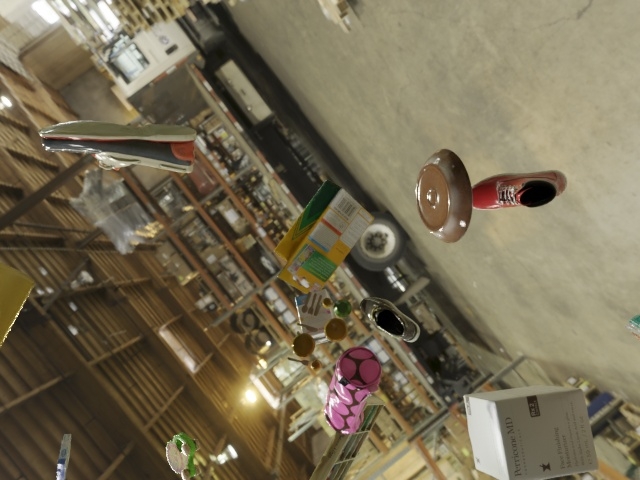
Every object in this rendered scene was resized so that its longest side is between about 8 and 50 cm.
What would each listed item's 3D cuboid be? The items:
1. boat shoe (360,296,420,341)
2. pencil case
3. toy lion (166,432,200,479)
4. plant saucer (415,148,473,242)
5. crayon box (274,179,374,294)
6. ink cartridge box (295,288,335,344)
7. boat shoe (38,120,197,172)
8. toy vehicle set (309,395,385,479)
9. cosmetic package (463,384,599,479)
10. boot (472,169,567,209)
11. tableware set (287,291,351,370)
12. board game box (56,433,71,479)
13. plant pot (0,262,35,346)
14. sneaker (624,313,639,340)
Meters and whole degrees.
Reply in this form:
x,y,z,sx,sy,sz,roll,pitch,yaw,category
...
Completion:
x,y,z,sx,sy,sz,roll,pitch,yaw,category
0.196,0.228,1.598,0.069,0.081,0.228,22,-175,-45,boat shoe
0.061,0.304,1.043,0.098,0.095,0.209,48,148,31,pencil case
-0.293,0.448,1.112,0.096,0.034,0.100,19,111,40,toy lion
0.247,-0.090,1.106,0.199,0.036,0.198,172,90,-73,plant saucer
0.000,0.000,1.633,0.083,0.322,0.203,35,178,43,crayon box
-0.007,0.227,1.503,0.090,0.092,0.143,64,-168,-64,ink cartridge box
-0.183,-0.085,0.491,0.049,0.137,0.043,51,136,50,boat shoe
0.071,0.534,1.396,0.035,0.266,0.166,28,178,28,toy vehicle set
0.405,0.373,1.041,0.151,0.184,0.151,123,140,-75,cosmetic package
0.454,-0.113,1.286,0.176,0.244,0.088,-26,-77,-52,boot
0.002,0.186,1.073,0.104,0.154,0.024,14,166,11,tableware set
-0.646,0.553,1.333,0.020,0.090,0.090,8,-152,-19,board game box
-0.797,0.117,1.152,0.212,0.212,0.187,17,152,-4,plant pot
0.652,0.169,0.846,0.108,0.121,0.302,37,177,-28,sneaker
